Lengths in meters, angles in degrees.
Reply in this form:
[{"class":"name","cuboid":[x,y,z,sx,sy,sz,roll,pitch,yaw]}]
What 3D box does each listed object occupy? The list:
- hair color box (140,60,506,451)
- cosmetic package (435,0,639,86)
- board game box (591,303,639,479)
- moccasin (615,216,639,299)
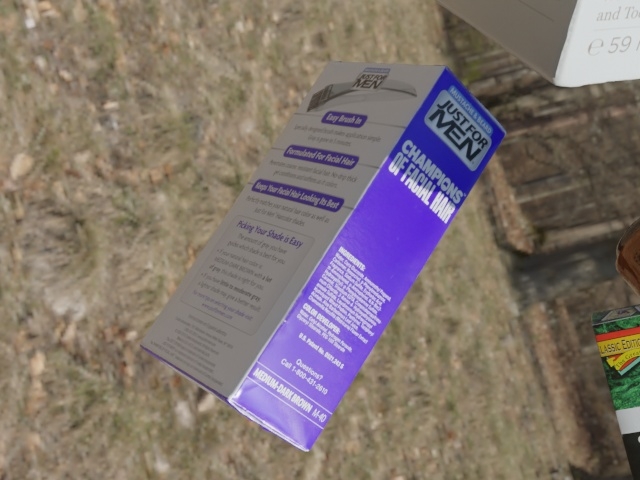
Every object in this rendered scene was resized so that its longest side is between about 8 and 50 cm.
[{"class":"hair color box","cuboid":[0.000,0.000,0.947,0.110,0.339,0.185,38,-12,-33]},{"class":"cosmetic package","cuboid":[0.311,-0.406,1.031,0.327,0.329,0.394,51,-38,47]},{"class":"board game box","cuboid":[0.277,0.075,0.508,0.030,0.259,0.136,-21,96,-67]},{"class":"moccasin","cuboid":[0.339,0.062,0.751,0.380,0.139,0.147,29,26,-57]}]
